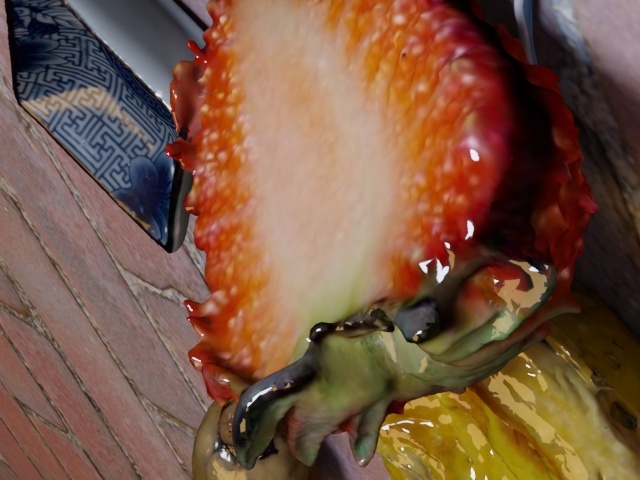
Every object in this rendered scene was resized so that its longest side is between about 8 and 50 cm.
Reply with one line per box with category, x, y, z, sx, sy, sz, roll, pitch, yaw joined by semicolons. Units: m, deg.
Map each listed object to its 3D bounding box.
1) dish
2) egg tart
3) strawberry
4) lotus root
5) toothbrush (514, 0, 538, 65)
dish;-0.134;-0.113;1.182;0.182;0.080;0.243;45;161;10
egg tart;0.121;0.102;1.004;0.295;0.116;0.295;43;159;22
strawberry;0.036;-0.042;0.862;0.138;0.306;0.233;27;130;-36
lotus root;-0.056;0.218;1.540;0.118;0.125;0.221;2;143;5
toothbrush;0.102;-0.113;0.810;0.017;0.014;0.162;21;148;25
